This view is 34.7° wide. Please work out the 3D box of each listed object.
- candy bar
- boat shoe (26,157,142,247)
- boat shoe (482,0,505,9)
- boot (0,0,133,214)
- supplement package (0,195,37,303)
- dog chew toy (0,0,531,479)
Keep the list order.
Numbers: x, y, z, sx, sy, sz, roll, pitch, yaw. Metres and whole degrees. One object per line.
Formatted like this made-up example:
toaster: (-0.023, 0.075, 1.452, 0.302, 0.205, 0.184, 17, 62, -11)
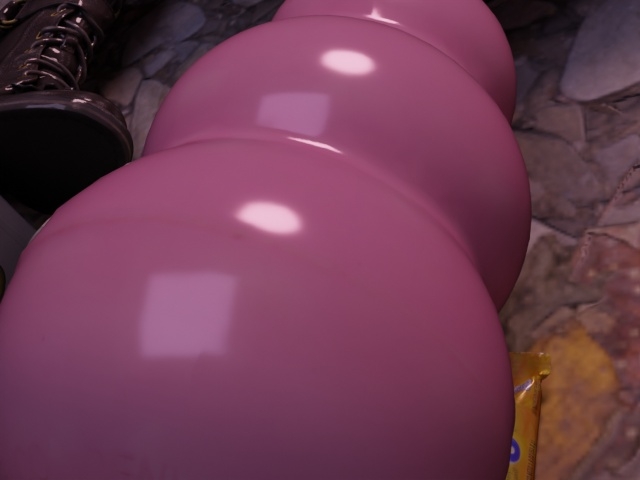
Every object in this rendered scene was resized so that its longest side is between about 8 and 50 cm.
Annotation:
candy bar: (0.072, 0.119, 0.434, 0.040, 0.018, 0.161, -4, 53, 25)
boat shoe: (-0.050, -0.033, 0.591, 0.233, 0.084, 0.079, -37, 83, -11)
boat shoe: (0.174, -0.230, 0.588, 0.306, 0.105, 0.113, -39, 75, 8)
boot: (-0.177, -0.130, 0.690, 0.263, 0.091, 0.229, -3, 52, 44)
supplement package: (-0.292, 0.033, 0.573, 0.149, 0.194, 0.203, 9, 61, 32)
dog chew toy: (0.000, 0.000, 0.452, 0.206, 0.207, 0.332, 1, 48, 28)
